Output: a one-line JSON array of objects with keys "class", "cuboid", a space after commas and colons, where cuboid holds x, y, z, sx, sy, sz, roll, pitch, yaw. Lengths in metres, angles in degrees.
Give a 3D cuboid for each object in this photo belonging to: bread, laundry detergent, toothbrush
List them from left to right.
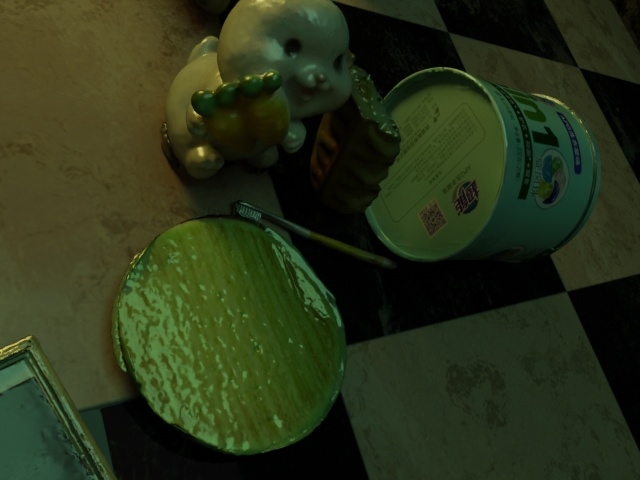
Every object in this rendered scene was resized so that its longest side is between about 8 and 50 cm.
[{"class": "bread", "cuboid": [-0.098, 0.108, 0.699, 0.301, 0.045, 0.301, 19, 54, -28]}, {"class": "toothbrush", "cuboid": [0.000, 0.000, 0.857, 0.288, 0.021, 0.024, 21, 65, -29]}, {"class": "bread", "cuboid": [0.039, -0.121, 0.823, 0.088, 0.232, 0.128, -27, 70, -22]}, {"class": "laundry detergent", "cuboid": [0.266, -0.107, 0.949, 0.305, 0.287, 0.287, 1, 65, -38]}]

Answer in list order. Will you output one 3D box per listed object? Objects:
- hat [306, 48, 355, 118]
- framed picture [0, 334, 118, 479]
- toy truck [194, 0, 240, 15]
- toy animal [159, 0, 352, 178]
[{"class": "hat", "cuboid": [-0.045, -0.307, 0.933, 0.173, 0.144, 0.166, 30, 44, -52]}, {"class": "framed picture", "cuboid": [-0.314, 0.234, 0.469, 0.293, 0.018, 0.231, -29, 85, -44]}, {"class": "toy truck", "cuboid": [-0.177, -0.524, 0.864, 0.175, 0.146, 0.367, -28, 102, -13]}, {"class": "toy animal", "cuboid": [-0.065, -0.211, 0.725, 0.183, 0.310, 0.247, 18, 50, -27]}]
